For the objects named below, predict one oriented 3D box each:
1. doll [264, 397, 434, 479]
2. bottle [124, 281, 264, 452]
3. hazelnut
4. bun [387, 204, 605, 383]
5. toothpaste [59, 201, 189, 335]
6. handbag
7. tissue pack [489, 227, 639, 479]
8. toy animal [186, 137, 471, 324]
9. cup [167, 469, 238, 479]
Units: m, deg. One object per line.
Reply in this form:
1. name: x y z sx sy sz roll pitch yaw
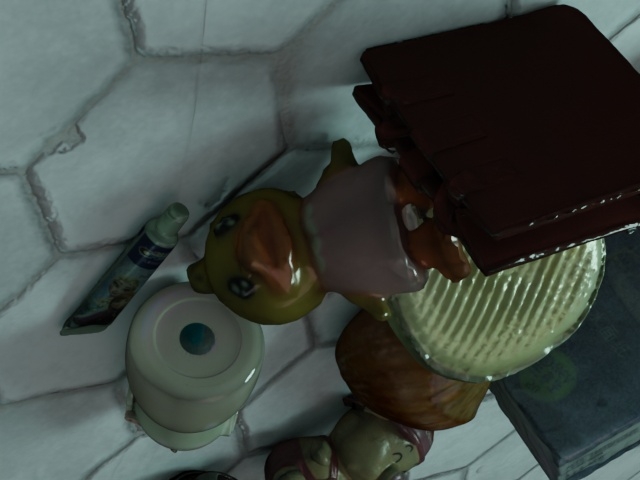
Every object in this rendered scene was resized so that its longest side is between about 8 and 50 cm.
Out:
1. doll: 0.048 0.314 1.841 0.256 0.152 0.196 -31 164 -10
2. bottle: -0.149 0.160 1.447 0.147 0.147 0.236 -19 155 -21
3. hazelnut: 0.121 0.150 1.650 0.214 0.176 0.214 7 134 7
4. bun: 0.187 0.016 1.483 0.287 0.146 0.287 -5 114 -12
5. toothpaste: -0.197 0.035 1.317 0.062 0.037 0.216 2 142 -45
6. handbag: 0.200 -0.109 1.245 0.275 0.260 0.084 -19 148 -27
7. tissue pack: 0.411 0.118 1.739 0.394 0.288 0.124 -26 149 -8
8. toy animal: -0.002 0.001 1.311 0.281 0.195 0.169 -14 168 -1
9. cup: -0.210 0.455 1.791 0.279 0.196 0.196 -39 150 29
